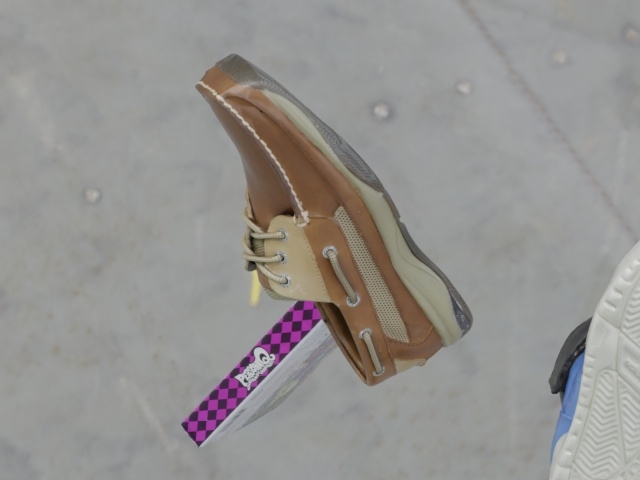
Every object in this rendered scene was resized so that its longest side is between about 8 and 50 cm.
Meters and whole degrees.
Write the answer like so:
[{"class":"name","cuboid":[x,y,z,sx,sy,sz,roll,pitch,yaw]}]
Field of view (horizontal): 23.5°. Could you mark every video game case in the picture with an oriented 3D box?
[{"class":"video game case","cuboid":[-0.030,0.123,1.721,0.042,0.232,0.210,48,23,11]}]

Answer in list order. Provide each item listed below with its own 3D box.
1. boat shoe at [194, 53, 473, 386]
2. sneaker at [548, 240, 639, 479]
[{"class":"boat shoe","cuboid":[0.000,0.000,1.220,0.120,0.324,0.122,-41,30,-4]},{"class":"sneaker","cuboid":[0.131,0.039,0.618,0.058,0.152,0.084,16,28,4]}]
